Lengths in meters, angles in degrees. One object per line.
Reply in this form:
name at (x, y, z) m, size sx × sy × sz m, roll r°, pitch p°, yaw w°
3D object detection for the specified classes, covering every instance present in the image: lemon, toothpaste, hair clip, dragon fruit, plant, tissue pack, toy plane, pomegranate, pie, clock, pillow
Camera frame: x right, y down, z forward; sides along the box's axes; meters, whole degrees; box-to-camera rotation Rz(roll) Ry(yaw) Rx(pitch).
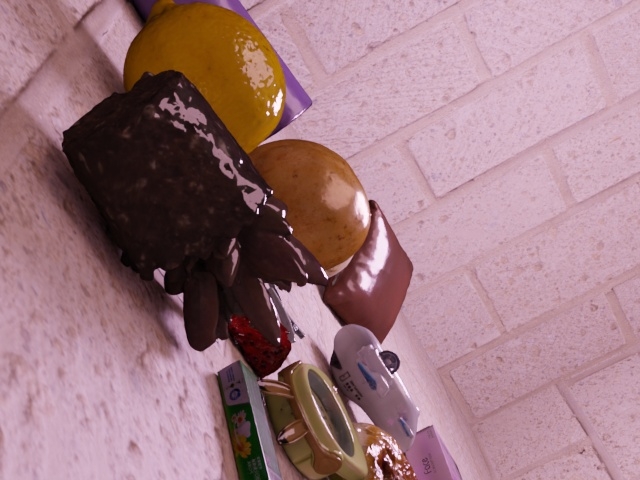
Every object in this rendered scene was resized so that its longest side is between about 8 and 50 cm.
lemon at (-0.177, -0.235, 1.248) m, size 0.253 × 0.228 × 0.228 m, roll 42°, pitch 9°, yaw -5°
toothpaste at (-0.079, 0.219, 0.954) m, size 0.043 × 0.037 × 0.178 m, roll 50°, pitch 13°, yaw -43°
hair clip at (-0.067, 0.122, 1.422) m, size 0.115 × 0.030 × 0.039 m, roll 61°, pitch 8°, yaw 0°
dragon fruit at (-0.084, 0.118, 1.189) m, size 0.097 × 0.063 × 0.131 m, roll 58°, pitch 8°, yaw -31°
plant at (-0.134, -0.025, 0.935) m, size 0.321 × 0.181 × 0.194 m, roll 60°, pitch 2°, yaw -27°
tissue pack at (0.269, 0.551, 1.897) m, size 0.148 × 0.092 × 0.246 m, roll 60°, pitch 7°, yaw -22°
toy plane at (0.103, 0.287, 1.629) m, size 0.267 × 0.122 × 0.267 m, roll 61°, pitch -12°, yaw 23°
pomegranate at (-0.042, -0.065, 1.497) m, size 0.260 × 0.260 × 0.260 m, roll 60°, pitch 7°, yaw -13°
pie at (0.115, 0.428, 1.318) m, size 0.315 × 0.092 × 0.315 m, roll 60°, pitch 9°, yaw -16°
clock at (-0.017, 0.248, 1.154) m, size 0.170 × 0.069 × 0.232 m, roll 66°, pitch 10°, yaw 29°
pillow at (0.133, 0.106, 2.132) m, size 0.305 × 0.108 × 0.308 m, roll 55°, pitch 52°, yaw -44°

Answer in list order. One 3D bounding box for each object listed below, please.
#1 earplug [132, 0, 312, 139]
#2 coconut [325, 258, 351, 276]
earplug at (-0.223, -0.401, 1.687) m, size 0.456 × 0.215 × 0.215 m, roll 56°, pitch 8°, yaw -14°
coconut at (0.000, 0.000, 1.812) m, size 0.171 × 0.171 × 0.183 m, roll 54°, pitch 3°, yaw -46°
